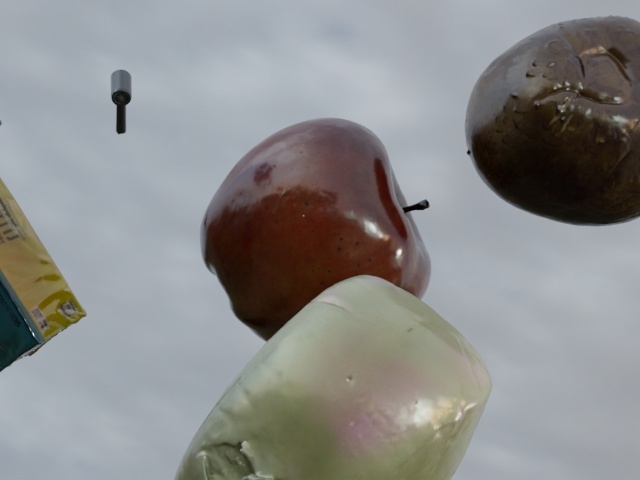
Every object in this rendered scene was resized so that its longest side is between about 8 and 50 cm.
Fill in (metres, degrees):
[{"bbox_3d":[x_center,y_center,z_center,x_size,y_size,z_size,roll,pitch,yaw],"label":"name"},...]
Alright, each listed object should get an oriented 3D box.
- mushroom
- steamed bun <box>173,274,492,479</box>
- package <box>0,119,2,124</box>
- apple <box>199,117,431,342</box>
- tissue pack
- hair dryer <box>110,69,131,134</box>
[{"bbox_3d":[0.256,-0.119,0.930,0.231,0.194,0.138,-28,-32,-11],"label":"mushroom"},{"bbox_3d":[0.000,0.141,0.707,0.170,0.239,0.152,41,7,24],"label":"steamed bun"},{"bbox_3d":[-0.529,-0.097,1.271,0.232,0.166,0.040,-14,-64,37],"label":"package"},{"bbox_3d":[0.001,0.002,0.989,0.233,0.234,0.234,11,-31,7],"label":"apple"},{"bbox_3d":[-0.316,0.036,0.951,0.120,0.082,0.169,-33,-91,37],"label":"tissue pack"},{"bbox_3d":[-0.246,-0.163,1.214,0.026,0.047,0.083,2,-48,-12],"label":"hair dryer"}]
